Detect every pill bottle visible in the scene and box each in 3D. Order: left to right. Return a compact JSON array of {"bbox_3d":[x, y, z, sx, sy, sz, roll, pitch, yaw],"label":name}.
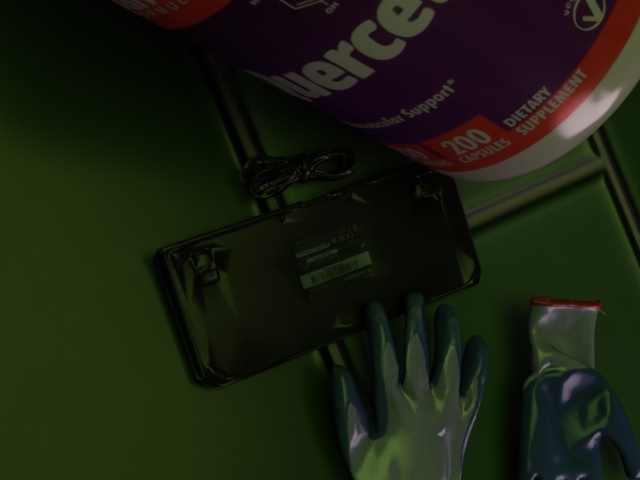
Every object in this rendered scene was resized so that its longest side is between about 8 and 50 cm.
[{"bbox_3d":[-0.003,-0.160,0.448,0.323,0.181,0.181,23,74,-33],"label":"pill bottle"}]

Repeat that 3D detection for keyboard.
[{"bbox_3d":[0.000,0.000,0.548,0.180,0.023,0.108,-20,96,-24],"label":"keyboard"}]

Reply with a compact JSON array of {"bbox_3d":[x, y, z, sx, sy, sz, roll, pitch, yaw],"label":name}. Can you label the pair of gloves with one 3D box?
[{"bbox_3d":[0.097,0.108,0.563,0.198,0.023,0.159,0,90,-22],"label":"pair of gloves"}]
